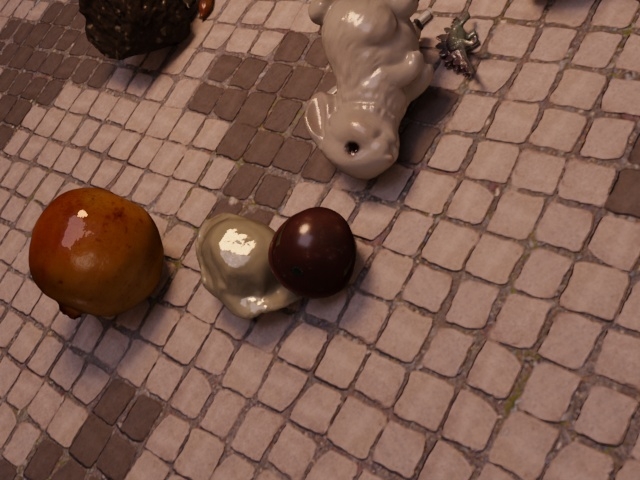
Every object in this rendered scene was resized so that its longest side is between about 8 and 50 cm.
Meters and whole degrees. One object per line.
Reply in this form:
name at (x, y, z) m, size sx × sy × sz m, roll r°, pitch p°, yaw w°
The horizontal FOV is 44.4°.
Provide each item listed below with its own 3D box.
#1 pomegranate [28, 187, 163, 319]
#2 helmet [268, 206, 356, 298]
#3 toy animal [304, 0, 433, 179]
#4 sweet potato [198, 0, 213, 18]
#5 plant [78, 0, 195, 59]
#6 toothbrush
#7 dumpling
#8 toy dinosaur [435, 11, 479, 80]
pomegranate at (-0.439, 0.032, 1.540) m, size 0.264 × 0.264 × 0.264 m, roll -15°, pitch 56°, yaw 24°
helmet at (0.000, 0.000, 1.328) m, size 0.155 × 0.106 × 0.175 m, roll 31°, pitch 57°, yaw 3°
toy animal at (0.075, -0.288, 1.449) m, size 0.257 × 0.194 × 0.358 m, roll 11°, pitch 78°, yaw 22°
sweet potato at (-0.283, -0.592, 1.946) m, size 0.034 × 0.034 × 0.095 m, roll -5°, pitch 63°, yaw 30°
plant at (-0.415, -0.582, 1.921) m, size 0.215 × 0.213 × 0.312 m, roll 13°, pitch 34°, yaw 36°
toothbrush at (0.115, -0.366, 1.574) m, size 0.275 × 0.025 × 0.019 m, roll -39°, pitch 55°, yaw 3°
dumpling at (-0.139, 0.043, 1.416) m, size 0.250 × 0.132 × 0.162 m, roll 35°, pitch 76°, yaw 25°
toy dinosaur at (0.260, -0.356, 1.459) m, size 0.082 × 0.039 × 0.209 m, roll -27°, pitch 41°, yaw 20°
